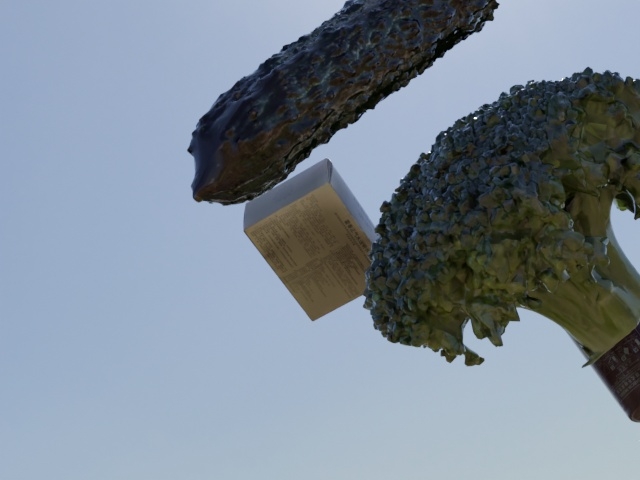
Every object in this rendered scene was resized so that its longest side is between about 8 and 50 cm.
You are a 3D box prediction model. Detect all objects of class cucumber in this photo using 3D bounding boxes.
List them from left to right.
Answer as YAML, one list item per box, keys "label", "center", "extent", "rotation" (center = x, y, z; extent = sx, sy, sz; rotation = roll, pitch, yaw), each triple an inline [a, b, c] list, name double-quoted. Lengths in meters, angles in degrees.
- label: "cucumber"
  center: [0.013, -0.141, 0.982]
  extent: [0.359, 0.096, 0.096]
  rotation: [-38, -6, -33]

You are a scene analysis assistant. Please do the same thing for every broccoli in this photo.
- label: "broccoli"
  center: [0.224, -0.028, 1.247]
  extent: [0.317, 0.338, 0.277]
  rotation: [16, -24, -22]

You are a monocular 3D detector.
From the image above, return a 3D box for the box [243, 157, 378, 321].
- label: "box"
  center: [0.000, 0.000, 1.913]
  extent: [0.168, 0.095, 0.212]
  rotation: [-28, -63, 16]

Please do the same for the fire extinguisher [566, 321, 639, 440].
- label: "fire extinguisher"
  center: [0.400, 0.157, 1.548]
  extent: [0.105, 0.269, 0.105]
  rotation: [-27, -24, -13]
